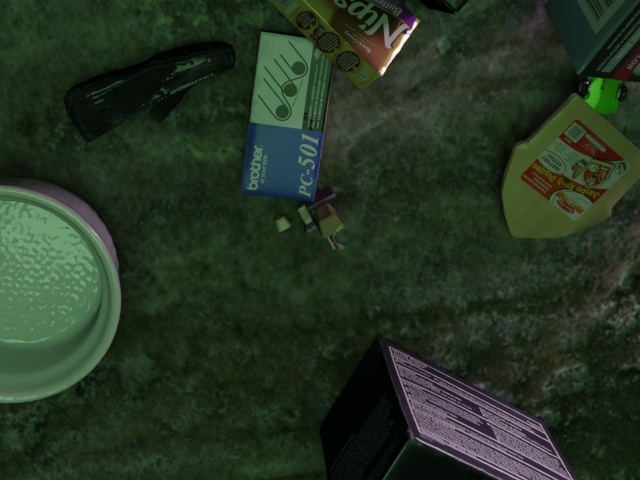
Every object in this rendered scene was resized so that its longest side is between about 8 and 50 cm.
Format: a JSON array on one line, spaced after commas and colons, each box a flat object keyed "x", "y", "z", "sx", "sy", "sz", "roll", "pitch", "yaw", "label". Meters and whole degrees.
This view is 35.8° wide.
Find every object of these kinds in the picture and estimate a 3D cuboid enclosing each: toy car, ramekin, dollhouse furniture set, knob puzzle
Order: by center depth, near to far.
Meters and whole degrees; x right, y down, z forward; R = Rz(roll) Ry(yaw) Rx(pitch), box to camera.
[{"x": -0.385, "y": 0.051, "z": 1.248, "sx": 0.277, "sy": 0.135, "sz": 0.277, "roll": -1, "pitch": 107, "yaw": -4, "label": "ramekin"}, {"x": 0.368, "y": -0.275, "z": 1.264, "sx": 0.238, "sy": 0.053, "sz": 0.225, "roll": 6, "pitch": 106, "yaw": -6, "label": "toy car"}, {"x": 0.000, "y": 0.000, "z": 1.281, "sx": 0.091, "sy": 0.114, "sz": 0.081, "roll": -28, "pitch": 111, "yaw": 1, "label": "dollhouse furniture set"}, {"x": 0.319, "y": -0.082, "z": 1.319, "sx": 0.213, "sy": 0.030, "sz": 0.213, "roll": -7, "pitch": 124, "yaw": -10, "label": "knob puzzle"}]

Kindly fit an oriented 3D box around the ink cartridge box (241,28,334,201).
[{"x": -0.042, "y": -0.158, "z": 1.264, "sx": 0.097, "sy": 0.046, "sz": 0.207, "roll": 6, "pitch": 106, "yaw": -6, "label": "ink cartridge box"}]

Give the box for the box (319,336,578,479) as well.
[{"x": 0.173, "y": 0.313, "z": 1.291, "sx": 0.296, "sy": 0.294, "sz": 0.183, "roll": 29, "pitch": 104, "yaw": -12, "label": "box"}]

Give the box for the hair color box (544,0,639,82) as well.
[{"x": 0.468, "y": -0.274, "z": 1.135, "sx": 0.374, "sy": 0.114, "sz": 0.185, "roll": 0, "pitch": 147, "yaw": -28, "label": "hair color box"}]

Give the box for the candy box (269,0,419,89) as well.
[{"x": 0.021, "y": -0.287, "z": 1.202, "sx": 0.186, "sy": 0.053, "sz": 0.109, "roll": 42, "pitch": 60, "yaw": -14, "label": "candy box"}]

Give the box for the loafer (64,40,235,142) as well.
[{"x": -0.206, "y": -0.186, "z": 1.230, "sx": 0.223, "sy": 0.076, "sz": 0.078, "roll": -19, "pitch": 112, "yaw": 5, "label": "loafer"}]

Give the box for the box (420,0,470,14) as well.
[{"x": 0.082, "y": -0.359, "z": 1.149, "sx": 0.220, "sy": 0.175, "sz": 0.051, "roll": 41, "pitch": 98, "yaw": -15, "label": "box"}]
